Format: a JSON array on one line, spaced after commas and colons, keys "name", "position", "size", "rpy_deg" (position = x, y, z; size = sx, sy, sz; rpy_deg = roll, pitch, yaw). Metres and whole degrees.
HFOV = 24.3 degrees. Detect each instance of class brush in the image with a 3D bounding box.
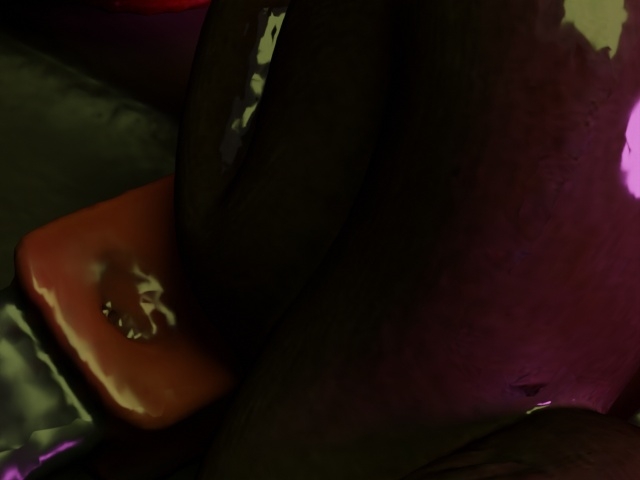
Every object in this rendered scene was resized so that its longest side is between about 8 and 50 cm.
[{"name": "brush", "position": [0.000, 0.000, 0.467], "size": [0.323, 0.051, 0.070], "rpy_deg": [-27, 67, -42]}]

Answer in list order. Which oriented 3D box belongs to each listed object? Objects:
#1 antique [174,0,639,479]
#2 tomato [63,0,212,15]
[{"name": "antique", "position": [0.043, 0.024, 0.366], "size": [0.121, 0.143, 0.257], "rpy_deg": [14, 68, -35]}, {"name": "tomato", "position": [-0.078, -0.201, 0.544], "size": [0.200, 0.139, 0.233], "rpy_deg": [5, 48, -33]}]
